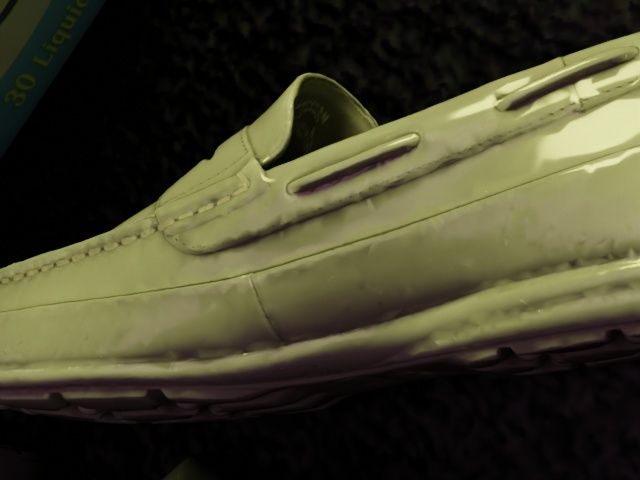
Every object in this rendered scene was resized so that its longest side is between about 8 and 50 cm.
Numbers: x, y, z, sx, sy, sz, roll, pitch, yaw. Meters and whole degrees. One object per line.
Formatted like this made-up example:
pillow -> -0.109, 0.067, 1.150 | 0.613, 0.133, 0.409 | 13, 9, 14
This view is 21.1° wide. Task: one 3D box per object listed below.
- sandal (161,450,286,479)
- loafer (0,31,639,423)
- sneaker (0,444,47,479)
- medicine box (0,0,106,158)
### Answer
sandal -> 0.053, 0.148, 0.567 | 0.254, 0.097, 0.054 | 37, 107, 16
loafer -> 0.000, 0.000, 0.598 | 0.319, 0.112, 0.111 | -11, 77, 22
sneaker -> -0.167, 0.128, 0.718 | 0.170, 0.051, 0.089 | -1, 83, 28
medicine box -> -0.250, -0.090, 0.640 | 0.149, 0.289, 0.263 | 45, 110, 25
